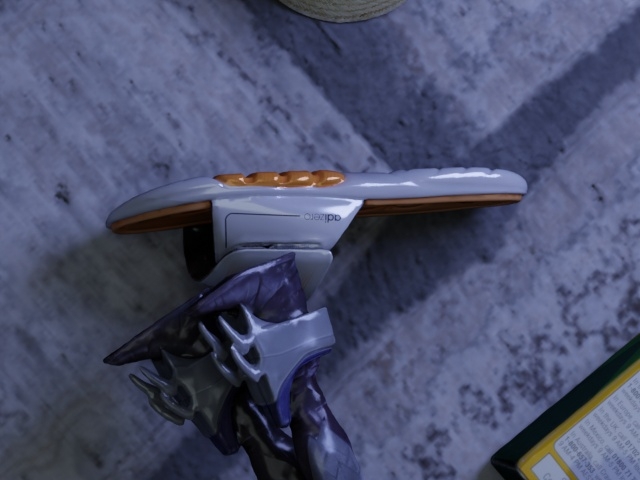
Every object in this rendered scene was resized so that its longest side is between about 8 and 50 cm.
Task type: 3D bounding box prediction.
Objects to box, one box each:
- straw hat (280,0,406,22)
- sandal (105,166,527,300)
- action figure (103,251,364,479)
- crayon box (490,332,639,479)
[{"bbox_3d":[0.014,-0.200,1.142,0.144,0.061,0.144,-1,106,-4],"label":"straw hat"},{"bbox_3d":[0.002,-0.001,1.129,0.265,0.102,0.076,-3,84,-9],"label":"sandal"},{"bbox_3d":[0.001,0.154,1.081,0.099,0.185,0.285,-35,93,-37],"label":"action figure"},{"bbox_3d":[0.298,0.117,1.167,0.323,0.083,0.203,-39,92,-7],"label":"crayon box"}]
